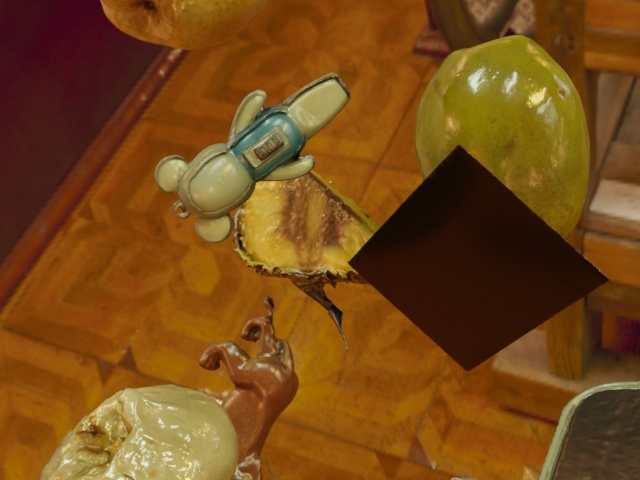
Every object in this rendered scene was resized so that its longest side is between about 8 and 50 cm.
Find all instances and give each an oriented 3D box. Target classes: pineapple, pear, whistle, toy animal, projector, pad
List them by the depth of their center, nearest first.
[{"bbox_3d":[0.130,0.026,0.918,0.170,0.245,0.006,42,57,1],"label":"pad"},{"bbox_3d":[-0.068,-0.102,1.117,0.236,0.114,0.077,-38,10,-1],"label":"whistle"},{"bbox_3d":[0.425,0.339,1.211,0.249,0.249,0.248,-5,32,33],"label":"projector"},{"bbox_3d":[-0.095,0.235,1.292,0.158,0.097,0.312,23,93,35],"label":"toy animal"},{"bbox_3d":[-0.004,0.004,1.300,0.334,0.161,0.158,36,91,34],"label":"pineapple"},{"bbox_3d":[-0.190,-0.387,1.392,0.271,0.271,0.271,-8,51,10],"label":"pear"},{"bbox_3d":[0.265,-0.133,1.444,0.253,0.253,0.307,-17,90,3],"label":"pear"}]

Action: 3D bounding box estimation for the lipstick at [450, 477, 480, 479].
[{"bbox_3d":[0.106,0.201,0.788,0.025,0.107,0.025,11,84,33],"label":"lipstick"}]

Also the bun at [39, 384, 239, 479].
[{"bbox_3d":[-0.194,0.221,1.014,0.222,0.127,0.222,-24,15,7],"label":"bun"}]

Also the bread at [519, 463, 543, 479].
[{"bbox_3d":[0.407,0.451,1.857,0.046,0.081,0.083,-59,13,17],"label":"bread"}]
